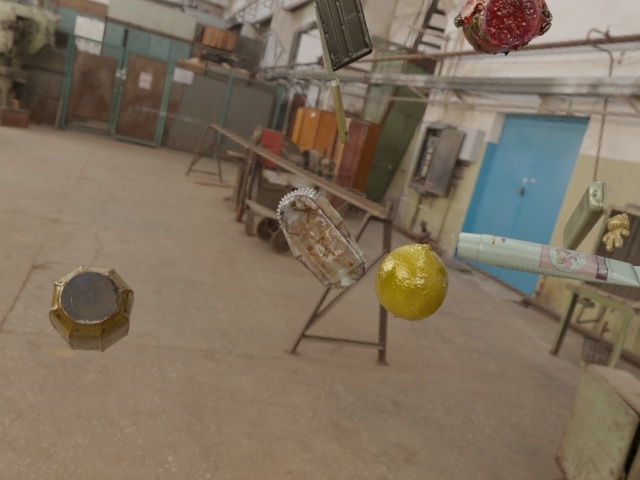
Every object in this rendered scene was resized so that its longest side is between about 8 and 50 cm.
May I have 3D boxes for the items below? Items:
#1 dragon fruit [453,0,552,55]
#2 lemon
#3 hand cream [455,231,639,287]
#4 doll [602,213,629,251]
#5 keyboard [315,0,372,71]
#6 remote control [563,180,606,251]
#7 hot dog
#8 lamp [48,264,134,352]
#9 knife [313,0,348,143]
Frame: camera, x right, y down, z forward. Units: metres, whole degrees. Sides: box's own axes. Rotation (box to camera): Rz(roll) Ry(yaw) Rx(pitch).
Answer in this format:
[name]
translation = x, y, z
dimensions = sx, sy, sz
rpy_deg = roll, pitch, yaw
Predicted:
[dragon fruit]
translation = 0.515, -0.623, 1.541
dimensions = 0.282, 0.210, 0.147
rpy_deg = -2, 10, 1
[lemon]
translation = 0.227, 0.101, 1.387
dimensions = 0.178, 0.203, 0.178
rpy_deg = 22, 14, -6
[hand cream]
translation = 0.417, 0.040, 1.033
dimensions = 0.331, 0.058, 0.085
rpy_deg = 13, 24, 15
[doll]
translation = 0.645, -0.017, 1.234
dimensions = 0.093, 0.051, 0.061
rpy_deg = -36, 1, -35
[keyboard]
translation = 0.009, -0.503, 1.008
dimensions = 0.104, 0.381, 0.041
rpy_deg = -13, 6, 40
[remote control]
translation = 0.660, -0.052, 1.420
dimensions = 0.038, 0.090, 0.309
rpy_deg = 6, -20, 13
[hot dog]
translation = 0.000, 0.000, 1.316
dimensions = 0.268, 0.144, 0.075
rpy_deg = 55, 13, -5
[lamp]
translation = -0.453, 0.138, 1.122
dimensions = 0.161, 0.161, 0.185
rpy_deg = 11, -25, -13
[knife]
translation = 0.023, -0.351, 1.195
dimensions = 0.017, 0.297, 0.047
rpy_deg = 1, 20, 35
